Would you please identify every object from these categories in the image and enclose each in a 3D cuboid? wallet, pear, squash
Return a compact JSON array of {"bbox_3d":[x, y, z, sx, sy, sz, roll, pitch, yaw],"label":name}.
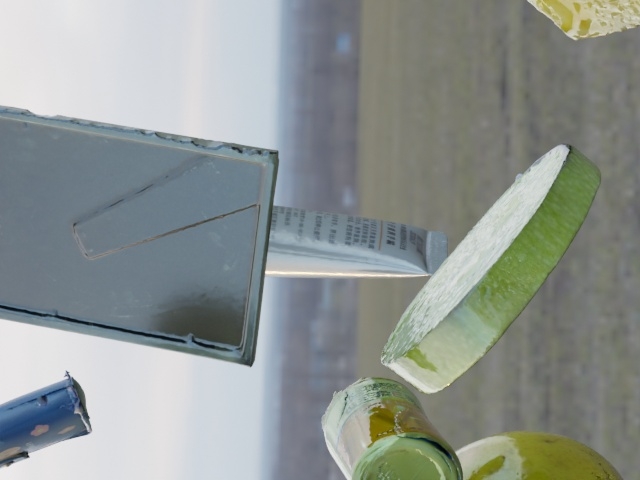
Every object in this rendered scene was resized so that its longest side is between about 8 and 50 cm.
[{"bbox_3d":[-0.333,0.202,1.950,0.141,0.202,0.059,107,139,-77],"label":"wallet"},{"bbox_3d":[0.240,0.365,2.315,0.336,0.284,0.285,177,94,-78],"label":"pear"},{"bbox_3d":[0.148,0.024,1.637,0.252,0.049,0.252,-51,4,4],"label":"squash"}]

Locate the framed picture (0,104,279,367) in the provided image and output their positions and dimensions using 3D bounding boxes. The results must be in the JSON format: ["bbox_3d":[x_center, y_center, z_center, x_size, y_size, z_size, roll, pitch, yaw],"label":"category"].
[{"bbox_3d":[-0.191,-0.005,1.776,0.016,0.289,0.213,-62,-20,-69],"label":"framed picture"}]

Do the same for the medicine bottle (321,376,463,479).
[{"bbox_3d":[0.075,0.234,2.143,0.239,0.124,0.124,-128,39,-72],"label":"medicine bottle"}]

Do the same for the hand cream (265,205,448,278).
[{"bbox_3d":[0.000,0.000,2.300,0.140,0.314,0.089,-75,-12,-68],"label":"hand cream"}]

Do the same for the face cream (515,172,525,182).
[{"bbox_3d":[0.244,-0.036,2.238,0.021,0.040,0.083,-39,-42,-70],"label":"face cream"}]

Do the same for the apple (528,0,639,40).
[{"bbox_3d":[0.261,-0.368,1.996,0.309,0.252,0.314,44,-161,-24],"label":"apple"}]
